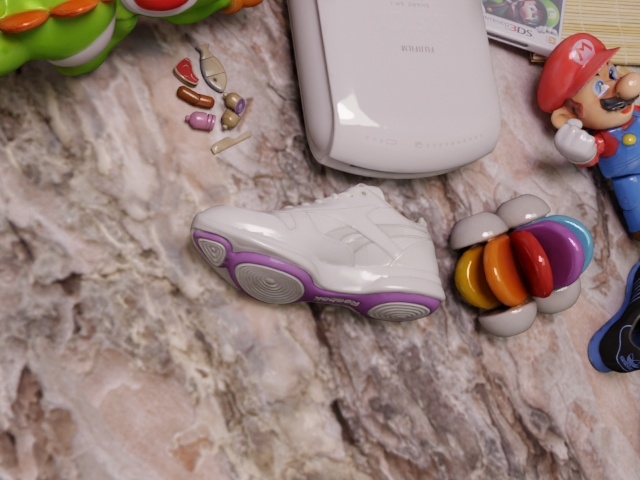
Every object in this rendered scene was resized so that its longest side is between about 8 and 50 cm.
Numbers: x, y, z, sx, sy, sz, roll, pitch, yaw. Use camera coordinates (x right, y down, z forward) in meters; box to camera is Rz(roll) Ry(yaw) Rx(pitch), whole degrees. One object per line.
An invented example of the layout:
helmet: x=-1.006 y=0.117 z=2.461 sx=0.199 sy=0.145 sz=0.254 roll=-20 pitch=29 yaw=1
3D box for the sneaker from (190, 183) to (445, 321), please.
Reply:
sneaker: x=0.000 y=0.000 z=0.789 sx=0.305 sy=0.114 sz=0.152 roll=15 pitch=60 yaw=-24

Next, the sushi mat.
sushi mat: x=0.455 y=-0.337 z=1.048 sx=0.316 sy=0.019 sz=0.152 roll=-2 pitch=75 yaw=-12

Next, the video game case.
video game case: x=0.274 y=-0.372 z=0.995 sx=0.173 sy=0.022 sz=0.191 roll=15 pitch=73 yaw=-8

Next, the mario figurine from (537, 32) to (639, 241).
mario figurine: x=0.428 y=-0.147 z=0.946 sx=0.320 sy=0.170 sz=0.198 roll=49 pitch=31 yaw=-15

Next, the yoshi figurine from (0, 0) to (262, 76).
yoshi figurine: x=-0.227 y=-0.267 z=0.686 sx=0.362 sy=0.203 sz=0.204 roll=-38 pitch=95 yaw=-37

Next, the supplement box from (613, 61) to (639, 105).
supplement box: x=0.465 y=-0.244 z=1.059 sx=0.062 sy=0.036 sz=0.098 roll=36 pitch=69 yaw=-11

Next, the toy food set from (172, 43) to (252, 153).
toy food set: x=-0.130 y=-0.166 z=0.801 sx=0.078 sy=0.019 sz=0.122 roll=-32 pitch=93 yaw=-25

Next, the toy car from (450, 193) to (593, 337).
toy car: x=0.263 y=0.024 z=0.864 sx=0.181 sy=0.136 sz=0.159 roll=-20 pitch=87 yaw=-25

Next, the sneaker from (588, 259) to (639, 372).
sneaker: x=0.468 y=0.094 z=0.962 sx=0.081 sy=0.090 sz=0.232 roll=45 pitch=67 yaw=-9

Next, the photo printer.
photo printer: x=0.090 y=-0.229 z=0.859 sx=0.255 sy=0.107 sz=0.308 roll=-4 pitch=81 yaw=-24
